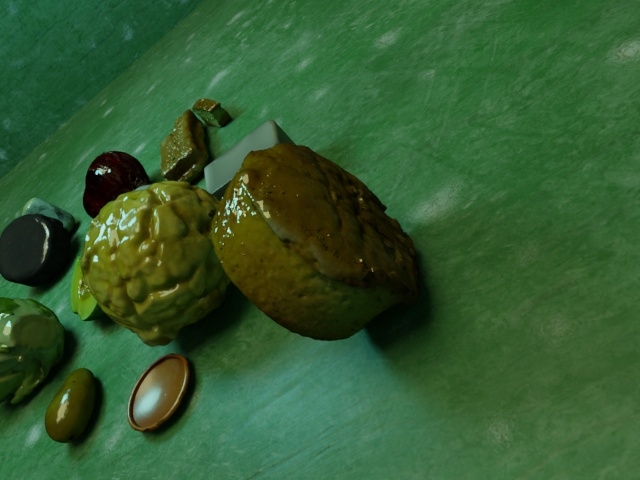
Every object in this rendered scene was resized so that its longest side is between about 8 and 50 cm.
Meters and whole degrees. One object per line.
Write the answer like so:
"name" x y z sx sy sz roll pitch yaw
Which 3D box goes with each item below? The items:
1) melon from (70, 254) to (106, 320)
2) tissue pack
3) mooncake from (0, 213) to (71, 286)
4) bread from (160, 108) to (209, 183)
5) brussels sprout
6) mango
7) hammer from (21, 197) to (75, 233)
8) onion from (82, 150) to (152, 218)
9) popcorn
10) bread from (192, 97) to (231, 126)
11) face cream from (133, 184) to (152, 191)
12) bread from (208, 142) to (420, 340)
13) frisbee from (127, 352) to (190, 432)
"melon" -0.665 0.160 1.684 0.265 0.129 0.169 19 92 47
"tissue pack" -0.170 -0.174 1.485 0.246 0.159 0.136 -33 41 15
"mooncake" -1.094 0.039 2.118 0.283 0.141 0.283 -6 73 18
"bread" -0.492 -0.327 1.972 0.185 0.109 0.380 -40 36 14
"brussels sprout" -0.964 0.314 1.683 0.371 0.276 0.315 -28 44 21
"mango" -0.644 0.419 1.437 0.136 0.099 0.227 -42 28 16
"hammer" -1.164 -0.019 2.284 0.305 0.202 0.113 -53 17 19
"onion" -0.750 -0.185 2.002 0.281 0.281 0.221 -37 -5 11
"popcorn" -0.391 0.049 1.320 0.344 0.354 0.390 -94 14 -45
"bread" -0.399 -0.468 2.015 0.187 0.103 0.065 22 72 49
"face cream" -0.545 -0.108 1.785 0.369 0.145 0.145 3 58 44
"bread" 0.000 0.000 0.991 0.215 0.398 0.398 -46 35 23
"frisbee" -0.371 0.354 1.283 0.192 0.035 0.192 -24 43 24
